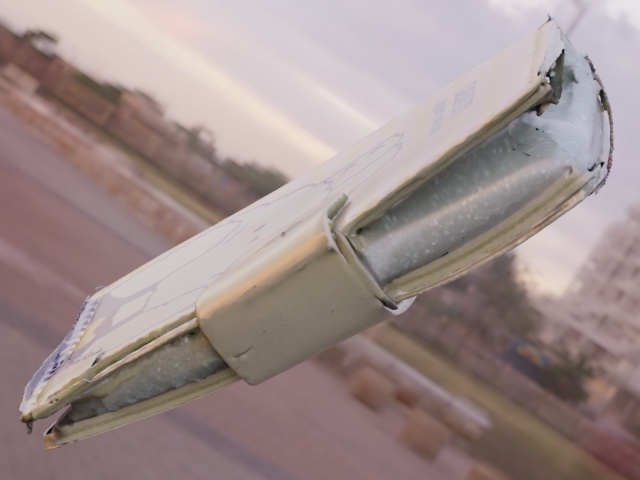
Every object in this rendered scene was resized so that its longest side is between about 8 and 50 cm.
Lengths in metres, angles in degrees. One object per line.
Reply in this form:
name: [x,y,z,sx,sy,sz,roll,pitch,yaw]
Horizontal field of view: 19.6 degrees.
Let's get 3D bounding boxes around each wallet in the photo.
wallet: [0.000,0.000,0.944,0.077,0.309,0.223,57,15,-12]
